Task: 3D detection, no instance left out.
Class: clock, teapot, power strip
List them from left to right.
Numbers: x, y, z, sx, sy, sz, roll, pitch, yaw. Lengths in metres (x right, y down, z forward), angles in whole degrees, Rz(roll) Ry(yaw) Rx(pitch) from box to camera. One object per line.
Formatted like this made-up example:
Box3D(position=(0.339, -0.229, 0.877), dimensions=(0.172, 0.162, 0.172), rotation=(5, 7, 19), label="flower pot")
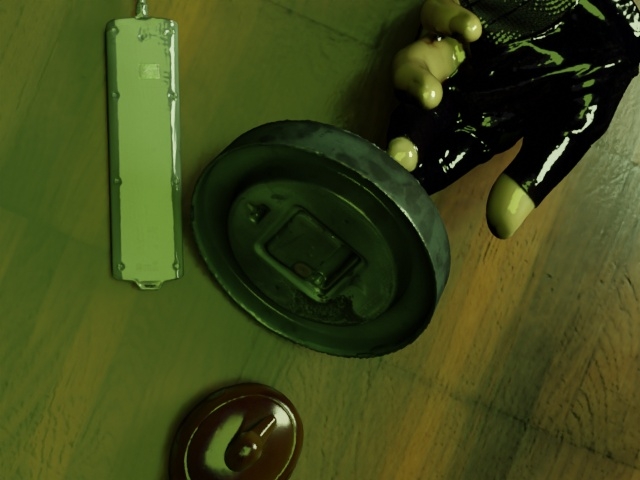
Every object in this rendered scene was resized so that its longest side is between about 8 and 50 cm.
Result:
Box3D(position=(-0.146, -0.085, 1.328), dimensions=(0.060, 0.027, 0.252), rotation=(-1, 89, -10), label="power strip")
Box3D(position=(-0.071, 0.175, 1.312), dimensions=(0.129, 0.078, 0.098), rotation=(-42, 97, -9), label="teapot")
Box3D(position=(0.000, 0.000, 1.271), dimensions=(0.215, 0.215, 0.042), rotation=(41, 48, -8), label="clock")

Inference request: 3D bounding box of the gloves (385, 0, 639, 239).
Box3D(position=(0.142, -0.119, 1.319), dimensions=(0.301, 0.152, 0.197), rotation=(-38, 90, -34), label="gloves")
